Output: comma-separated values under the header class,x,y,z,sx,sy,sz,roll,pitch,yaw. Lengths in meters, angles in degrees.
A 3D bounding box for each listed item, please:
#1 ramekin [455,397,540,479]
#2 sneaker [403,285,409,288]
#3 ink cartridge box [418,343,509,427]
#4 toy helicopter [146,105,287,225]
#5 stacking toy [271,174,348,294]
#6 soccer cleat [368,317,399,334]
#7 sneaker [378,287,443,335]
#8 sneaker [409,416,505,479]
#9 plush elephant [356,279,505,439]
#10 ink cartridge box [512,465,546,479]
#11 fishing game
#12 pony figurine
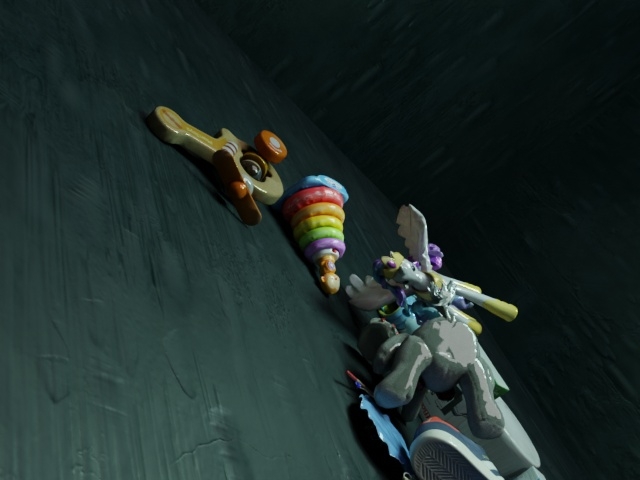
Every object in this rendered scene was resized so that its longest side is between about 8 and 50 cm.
class,x,y,z,sx,sy,sz,roll,pitch,yaw
ramekin,0.461,0.523,1.845,0.273,0.127,0.273,48,14,-16
sneaker,0.308,0.140,2.561,0.071,0.068,0.170,60,10,-55
ink cartridge box,0.323,0.355,1.655,0.087,0.208,0.153,31,23,-51
toy helicopter,-0.223,-0.177,1.495,0.355,0.140,0.235,28,34,-37
stacking toy,0.000,0.000,1.718,0.175,0.166,0.302,24,44,-46
soccer cleat,0.196,0.282,1.766,0.196,0.076,0.068,41,50,18
sneaker,0.265,0.209,2.053,0.208,0.127,0.319,44,5,-2
sneaker,0.303,0.469,1.268,0.350,0.131,0.148,52,12,-3
plush elephant,0.222,0.279,1.486,0.272,0.255,0.330,13,56,-9
ink cartridge box,0.517,0.646,1.714,0.052,0.122,0.088,42,15,-22
fishing game,0.125,0.375,1.295,0.189,0.041,0.264,47,7,-49
pony figurine,0.254,0.096,1.687,0.363,0.303,0.351,28,3,-17
